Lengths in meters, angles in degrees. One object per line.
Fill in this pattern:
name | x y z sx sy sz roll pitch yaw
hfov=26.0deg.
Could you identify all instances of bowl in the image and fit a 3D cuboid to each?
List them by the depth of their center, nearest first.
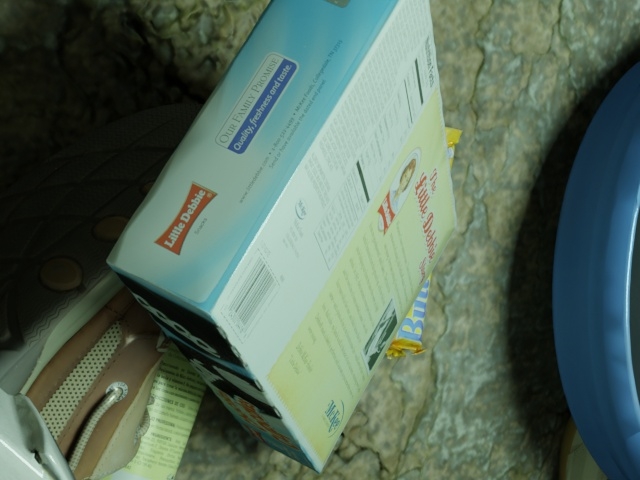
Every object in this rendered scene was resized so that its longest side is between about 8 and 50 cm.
bowl | 0.313 0.028 1.076 0.391 0.077 0.391 -4 96 -45

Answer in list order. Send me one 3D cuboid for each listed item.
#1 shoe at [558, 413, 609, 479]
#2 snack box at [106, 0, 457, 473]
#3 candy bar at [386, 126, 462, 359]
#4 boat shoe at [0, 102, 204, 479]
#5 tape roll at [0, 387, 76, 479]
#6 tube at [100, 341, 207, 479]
shoe | 0.220 0.205 1.089 0.076 0.058 0.219 19 89 -42
snack box | 0.000 0.000 0.740 0.187 0.060 0.322 -59 162 -15
candy bar | 0.067 0.001 0.933 0.040 0.018 0.161 4 98 -41
boat shoe | -0.143 0.067 0.714 0.324 0.123 0.116 -48 131 -9
tape roll | -0.272 0.200 0.575 0.392 0.072 0.392 -6 109 -18
tube | -0.092 0.073 0.795 0.062 0.070 0.240 21 84 -9
